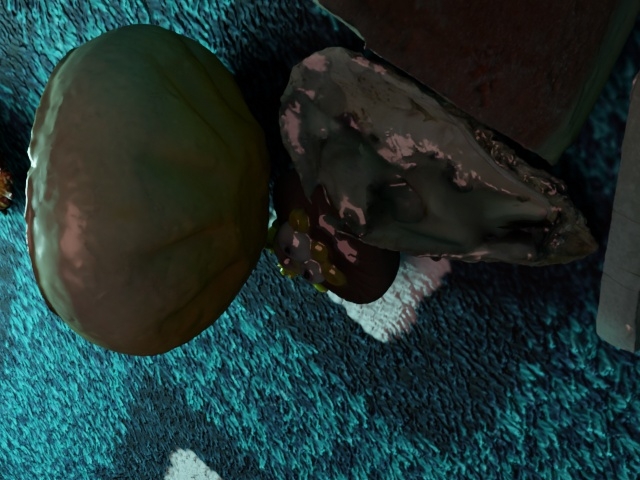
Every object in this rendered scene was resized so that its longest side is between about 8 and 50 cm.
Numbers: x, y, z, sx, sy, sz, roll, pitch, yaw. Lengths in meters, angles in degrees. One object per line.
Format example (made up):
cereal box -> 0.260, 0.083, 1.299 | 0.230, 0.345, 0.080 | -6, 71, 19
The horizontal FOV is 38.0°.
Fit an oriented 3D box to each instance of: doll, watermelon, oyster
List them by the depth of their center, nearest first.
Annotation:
watermelon -> 0.107, -0.179, 0.543 | 0.250, 0.293, 0.283 | 22, 140, -13
oyster -> 0.083, -0.068, 0.754 | 0.252, 0.087, 0.199 | -6, 93, 23
doll -> 0.004, 0.008, 0.883 | 0.145, 0.096, 0.188 | 48, 150, 14

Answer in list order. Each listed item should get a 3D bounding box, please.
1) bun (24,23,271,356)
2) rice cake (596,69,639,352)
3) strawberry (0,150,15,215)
bun -> -0.127, -0.045, 0.833 | 0.164, 0.299, 0.299 | 4, 126, 9
rice cake -> 0.240, -0.021, 0.681 | 0.045, 0.042, 0.245 | 35, 141, 40
strawberry -> -0.528, -0.119, 1.265 | 0.306, 0.138, 0.233 | 6, 148, 9
